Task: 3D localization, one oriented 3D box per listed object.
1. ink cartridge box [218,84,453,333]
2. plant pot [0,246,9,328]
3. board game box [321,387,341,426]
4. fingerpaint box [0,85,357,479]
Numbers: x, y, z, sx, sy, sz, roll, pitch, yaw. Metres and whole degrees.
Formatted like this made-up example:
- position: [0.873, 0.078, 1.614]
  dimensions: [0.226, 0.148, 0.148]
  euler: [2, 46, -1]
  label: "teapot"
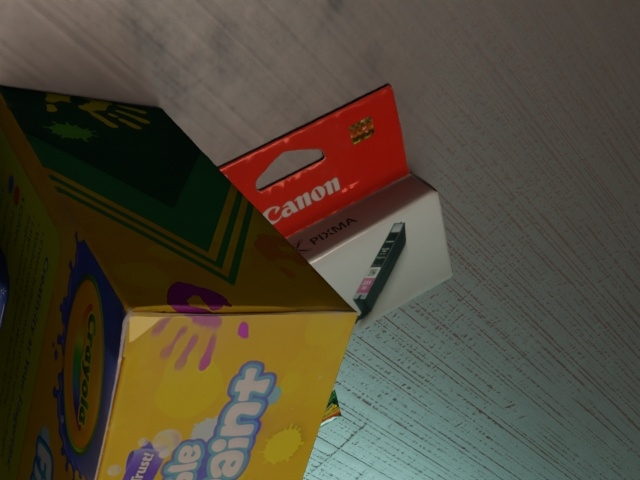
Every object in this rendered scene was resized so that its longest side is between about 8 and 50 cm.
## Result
- position: [0.000, 0.000, 0.960]
  dimensions: [0.275, 0.060, 0.239]
  euler: [-28, 130, -14]
  label: "ink cartridge box"
- position: [-0.365, 0.060, 0.652]
  dimensions: [0.236, 0.212, 0.236]
  euler: [18, 107, -21]
  label: "plant pot"
- position: [-0.102, 0.210, 1.044]
  dimensions: [0.259, 0.030, 0.136]
  euler: [-26, 130, -16]
  label: "board game box"
- position: [-0.178, 0.152, 0.739]
  dimensions: [0.163, 0.371, 0.445]
  euler: [2, 116, -32]
  label: "fingerpaint box"
